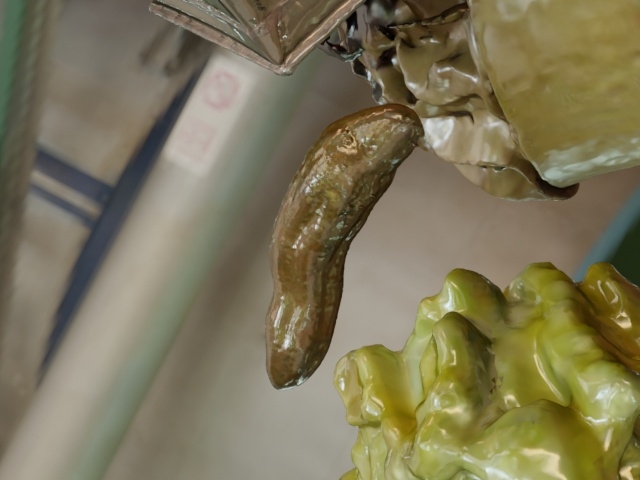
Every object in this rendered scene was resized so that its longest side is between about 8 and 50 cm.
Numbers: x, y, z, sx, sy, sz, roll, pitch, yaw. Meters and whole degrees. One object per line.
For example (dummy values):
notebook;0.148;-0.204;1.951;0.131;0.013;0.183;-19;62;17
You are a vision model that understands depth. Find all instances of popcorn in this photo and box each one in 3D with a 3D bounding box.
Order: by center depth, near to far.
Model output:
popcorn;0.147;0.154;1.282;0.312;0.312;0.312;28;-177;-2

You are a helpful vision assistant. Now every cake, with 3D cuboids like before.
cake;0.138;-0.189;1.438;0.321;0.332;0.332;-14;165;21

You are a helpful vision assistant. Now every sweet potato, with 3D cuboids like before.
sweet potato;-0.001;0.000;0.977;0.054;0.182;0.053;10;-156;-28

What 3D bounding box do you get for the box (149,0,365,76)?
box;-0.054;-0.283;1.269;0.190;0.225;0.297;49;173;-28
